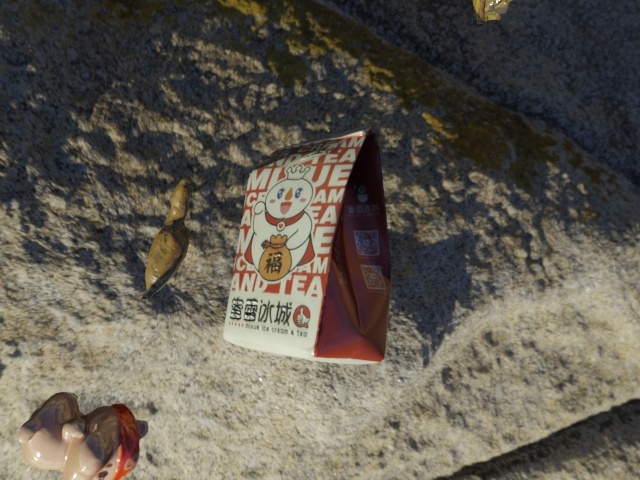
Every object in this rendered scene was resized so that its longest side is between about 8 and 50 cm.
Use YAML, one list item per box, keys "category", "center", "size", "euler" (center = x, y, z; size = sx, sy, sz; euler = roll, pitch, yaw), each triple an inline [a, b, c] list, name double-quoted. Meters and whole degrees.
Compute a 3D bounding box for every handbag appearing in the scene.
- category: "handbag"
  center: [0.000, 0.000, 0.609]
  size: [0.151, 0.171, 0.299]
  euler: [22, 72, -47]

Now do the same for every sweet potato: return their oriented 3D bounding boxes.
- category: "sweet potato"
  center: [-0.312, -0.003, 0.996]
  size: [0.074, 0.074, 0.270]
  euler: [17, 84, -15]

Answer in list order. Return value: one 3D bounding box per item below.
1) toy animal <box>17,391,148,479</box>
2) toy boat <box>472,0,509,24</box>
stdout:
- category: "toy animal"
  center: [-0.420, 0.361, 0.844]
  size: [0.197, 0.171, 0.172]
  euler: [23, 78, -9]
- category: "toy boat"
  center: [0.285, -0.403, 0.644]
  size: [0.088, 0.321, 0.122]
  euler: [-18, 82, -4]
